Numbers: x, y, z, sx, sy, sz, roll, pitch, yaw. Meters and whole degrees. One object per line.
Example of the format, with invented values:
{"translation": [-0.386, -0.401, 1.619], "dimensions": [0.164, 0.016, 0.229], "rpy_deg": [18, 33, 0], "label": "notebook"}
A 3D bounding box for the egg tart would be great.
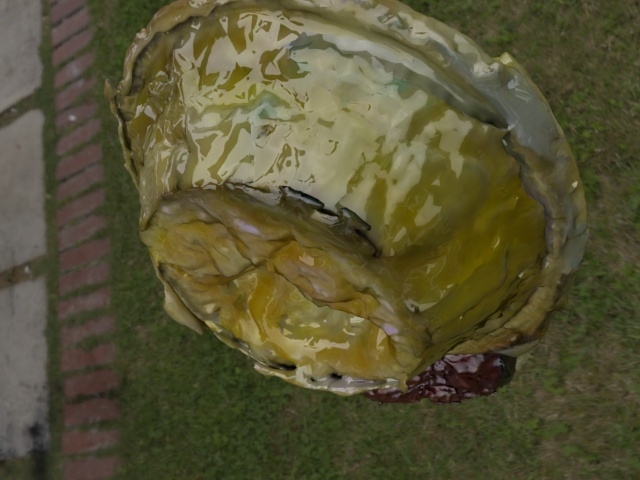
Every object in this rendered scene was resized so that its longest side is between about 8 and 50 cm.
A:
{"translation": [0.000, 0.000, 0.433], "dimensions": [0.314, 0.315, 0.120], "rpy_deg": [-5, 43, 36], "label": "egg tart"}

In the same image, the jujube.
{"translation": [0.091, 0.104, 0.657], "dimensions": [0.165, 0.104, 0.104], "rpy_deg": [10, 88, 19], "label": "jujube"}
